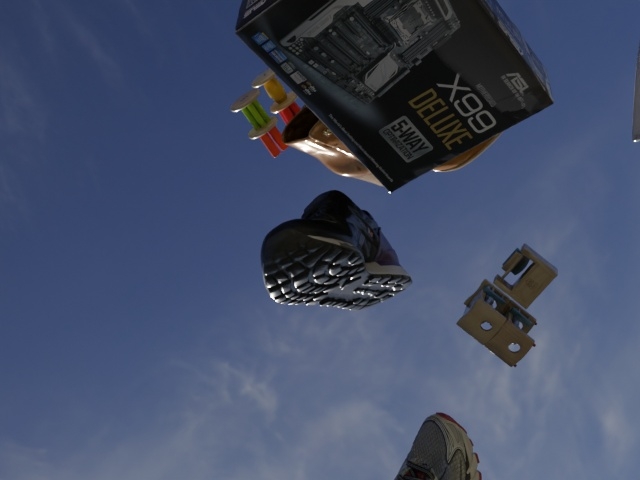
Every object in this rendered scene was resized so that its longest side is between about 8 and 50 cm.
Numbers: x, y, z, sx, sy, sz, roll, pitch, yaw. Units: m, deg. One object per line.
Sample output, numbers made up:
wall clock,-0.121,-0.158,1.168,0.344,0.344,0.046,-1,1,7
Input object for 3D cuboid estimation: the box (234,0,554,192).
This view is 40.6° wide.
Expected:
box,0.092,-0.222,1.024,0.242,0.076,0.307,-27,-53,28

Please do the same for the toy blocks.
toy blocks,-0.060,-0.178,1.333,0.148,0.054,0.123,53,-135,-23

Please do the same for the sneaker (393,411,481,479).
sneaker,0.085,0.277,0.846,0.093,0.088,0.225,24,-98,-30

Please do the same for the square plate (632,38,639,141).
square plate,0.437,-0.290,0.855,0.344,0.049,0.347,-59,0,40

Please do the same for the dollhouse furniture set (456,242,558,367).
dollhouse furniture set,0.358,0.105,1.552,0.183,0.129,0.129,-52,-4,21

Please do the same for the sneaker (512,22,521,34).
sneaker,0.226,-0.301,1.251,0.152,0.061,0.053,26,-109,-12

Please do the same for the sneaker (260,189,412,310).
sneaker,0.000,0.000,0.969,0.107,0.124,0.283,-29,-20,17

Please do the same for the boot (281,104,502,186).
boot,0.101,-0.167,1.237,0.211,0.295,0.104,20,-122,-39
